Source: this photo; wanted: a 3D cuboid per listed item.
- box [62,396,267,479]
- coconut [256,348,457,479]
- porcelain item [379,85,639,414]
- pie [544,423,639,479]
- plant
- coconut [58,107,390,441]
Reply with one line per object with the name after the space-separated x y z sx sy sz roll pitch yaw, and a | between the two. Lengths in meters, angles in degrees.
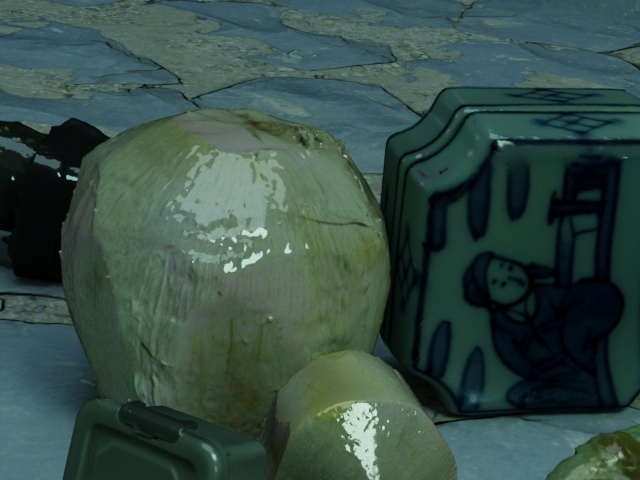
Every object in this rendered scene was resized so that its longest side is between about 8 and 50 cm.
-0.107 0.193 1.036 0.124 0.172 0.093 18 10 27 | box
0.025 0.168 1.140 0.147 0.147 0.153 0 21 -12 | coconut
0.198 0.010 1.379 0.286 0.281 0.157 1 23 -13 | porcelain item
0.269 0.238 0.986 0.306 0.071 0.306 8 45 -8 | pie
-0.263 -0.040 1.605 0.256 0.142 0.164 19 24 5 | plant
-0.081 0.014 1.323 0.297 0.254 0.297 2 32 -1 | coconut
